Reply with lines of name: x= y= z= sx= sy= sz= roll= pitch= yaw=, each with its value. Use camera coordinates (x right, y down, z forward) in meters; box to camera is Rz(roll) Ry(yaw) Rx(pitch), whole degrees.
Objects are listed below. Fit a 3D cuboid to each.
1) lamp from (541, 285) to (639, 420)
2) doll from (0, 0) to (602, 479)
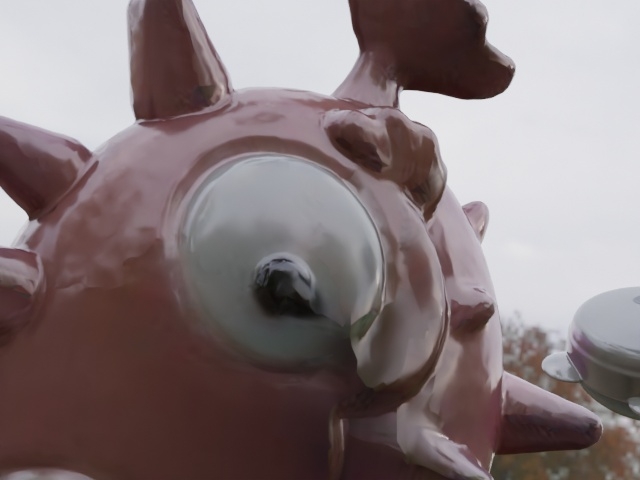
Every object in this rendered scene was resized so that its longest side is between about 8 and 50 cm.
lamp: x=0.351 y=0.109 z=1.340 sx=0.179 sy=0.246 sz=0.107 roll=26 pitch=-49 yaw=40
doll: x=-0.015 y=0.034 z=0.380 sx=0.211 sy=0.262 sz=0.093 roll=35 pitch=-16 yaw=-23
